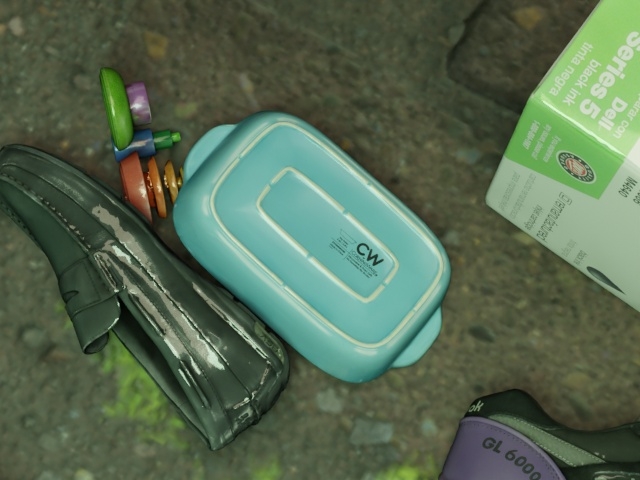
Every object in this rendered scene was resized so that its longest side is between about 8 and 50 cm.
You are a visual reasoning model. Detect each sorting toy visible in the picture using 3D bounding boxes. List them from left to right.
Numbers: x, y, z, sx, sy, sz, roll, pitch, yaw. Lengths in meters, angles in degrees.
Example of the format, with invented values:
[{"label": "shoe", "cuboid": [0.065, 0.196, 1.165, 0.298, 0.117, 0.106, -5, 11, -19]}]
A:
[{"label": "sorting toy", "cuboid": [-0.104, -0.059, 1.171, 0.042, 0.061, 0.102, -13, 98, -7]}]

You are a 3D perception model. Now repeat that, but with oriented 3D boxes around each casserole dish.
[{"label": "casserole dish", "cuboid": [0.000, 0.000, 1.154, 0.188, 0.037, 0.114, 42, 71, -4]}]

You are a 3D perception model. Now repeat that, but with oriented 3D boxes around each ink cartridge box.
[{"label": "ink cartridge box", "cuboid": [0.246, -0.014, 1.106, 0.273, 0.198, 0.115, 35, 75, 7]}]

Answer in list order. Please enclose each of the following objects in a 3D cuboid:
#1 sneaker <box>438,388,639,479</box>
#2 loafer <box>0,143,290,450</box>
[{"label": "sneaker", "cuboid": [0.209, 0.162, 1.106, 0.283, 0.107, 0.124, 17, 68, 2]}, {"label": "loafer", "cuboid": [-0.118, 0.031, 1.136, 0.223, 0.076, 0.078, 41, 68, 5]}]
